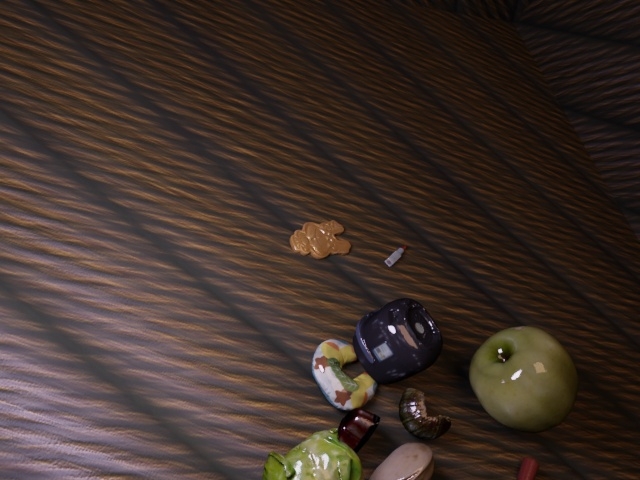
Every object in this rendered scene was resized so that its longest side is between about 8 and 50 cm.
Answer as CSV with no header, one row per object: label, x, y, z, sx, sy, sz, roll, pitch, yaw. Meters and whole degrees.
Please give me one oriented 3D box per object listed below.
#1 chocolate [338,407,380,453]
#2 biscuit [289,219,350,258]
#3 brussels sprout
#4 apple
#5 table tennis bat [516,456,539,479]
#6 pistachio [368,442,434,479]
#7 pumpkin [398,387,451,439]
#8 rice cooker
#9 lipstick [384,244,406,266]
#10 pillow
chocolate,0.103,0.554,1.737,0.080,0.148,0.125,35,13,-7
biscuit,-0.002,-0.003,2.068,0.236,0.040,0.144,-7,61,-36
brussels sprout,-0.010,0.653,1.550,0.259,0.227,0.294,-40,94,-25
apple,0.705,0.477,1.998,0.357,0.357,0.357,14,56,-23
table tennis bat,0.630,0.898,1.890,0.268,0.051,0.414,42,53,-2
pistachio,0.245,0.702,1.723,0.238,0.153,0.138,-36,73,-13
pumpkin,0.323,0.575,1.855,0.183,0.119,0.107,40,48,4
rice cooker,0.253,0.321,1.876,0.267,0.224,0.267,26,42,-26
lipstick,0.295,0.051,2.208,0.030,0.030,0.129,47,50,3
pillow,0.071,0.422,1.831,0.214,0.086,0.233,-18,70,-48
